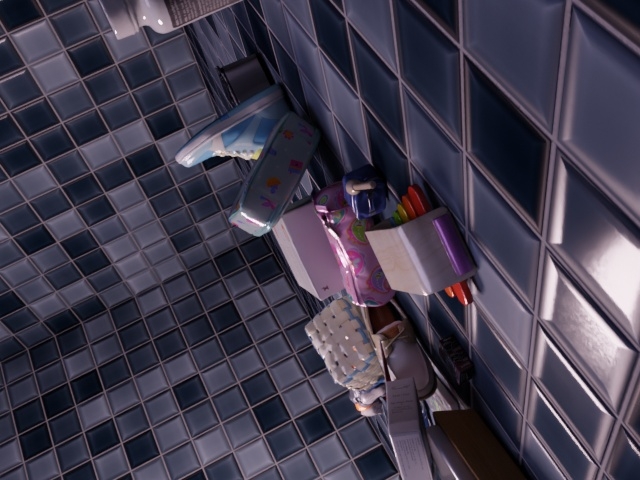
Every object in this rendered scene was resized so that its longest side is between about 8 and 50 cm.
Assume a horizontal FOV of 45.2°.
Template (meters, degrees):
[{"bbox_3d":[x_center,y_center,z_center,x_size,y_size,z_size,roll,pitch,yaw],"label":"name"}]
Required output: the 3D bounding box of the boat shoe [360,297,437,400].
[{"bbox_3d":[0.165,0.228,1.767,0.302,0.113,0.103,59,176,37],"label":"boat shoe"}]

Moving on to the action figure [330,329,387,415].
[{"bbox_3d":[0.118,0.393,2.411,0.341,0.178,0.330,-167,61,-77],"label":"action figure"}]

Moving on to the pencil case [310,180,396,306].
[{"bbox_3d":[0.072,0.009,1.627,0.124,0.124,0.284,52,167,56],"label":"pencil case"}]

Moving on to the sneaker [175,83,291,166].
[{"bbox_3d":[-0.188,-0.224,1.921,0.208,0.319,0.127,57,-173,-14],"label":"sneaker"}]

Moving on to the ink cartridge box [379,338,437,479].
[{"bbox_3d":[0.189,0.394,1.624,0.261,0.066,0.296,-91,-13,-52],"label":"ink cartridge box"}]

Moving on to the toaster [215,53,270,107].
[{"bbox_3d":[-0.189,-0.393,2.024,0.168,0.110,0.186,64,179,-8],"label":"toaster"}]

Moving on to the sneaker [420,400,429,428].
[{"bbox_3d":[0.251,0.472,2.108,0.211,0.080,0.081,66,175,-23],"label":"sneaker"}]

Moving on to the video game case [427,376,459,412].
[{"bbox_3d":[0.289,0.393,1.821,0.173,0.022,0.190,53,167,53],"label":"video game case"}]

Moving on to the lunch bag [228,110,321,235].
[{"bbox_3d":[-0.105,-0.150,1.759,0.107,0.279,0.224,29,166,-8],"label":"lunch bag"}]

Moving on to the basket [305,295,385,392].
[{"bbox_3d":[0.108,0.257,1.984,0.289,0.201,0.255,9,-138,-52],"label":"basket"}]

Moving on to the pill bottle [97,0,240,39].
[{"bbox_3d":[-0.275,-0.510,1.489,0.176,0.318,0.176,61,170,17],"label":"pill bottle"}]

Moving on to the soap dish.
[{"bbox_3d":[0.331,0.491,1.517,0.291,0.118,0.229,54,168,47],"label":"soap dish"}]

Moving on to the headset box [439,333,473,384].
[{"bbox_3d":[0.258,0.228,1.456,0.083,0.032,0.062,60,171,33],"label":"headset box"}]

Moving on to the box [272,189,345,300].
[{"bbox_3d":[0.000,0.000,1.900,0.215,0.168,0.345,65,173,-7],"label":"box"}]

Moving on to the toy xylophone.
[{"bbox_3d":[0.141,-0.009,1.275,0.236,0.081,0.322,65,172,-11],"label":"toy xylophone"}]

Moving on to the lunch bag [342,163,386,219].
[{"bbox_3d":[0.085,-0.089,1.428,0.065,0.067,0.098,59,170,33],"label":"lunch bag"}]
